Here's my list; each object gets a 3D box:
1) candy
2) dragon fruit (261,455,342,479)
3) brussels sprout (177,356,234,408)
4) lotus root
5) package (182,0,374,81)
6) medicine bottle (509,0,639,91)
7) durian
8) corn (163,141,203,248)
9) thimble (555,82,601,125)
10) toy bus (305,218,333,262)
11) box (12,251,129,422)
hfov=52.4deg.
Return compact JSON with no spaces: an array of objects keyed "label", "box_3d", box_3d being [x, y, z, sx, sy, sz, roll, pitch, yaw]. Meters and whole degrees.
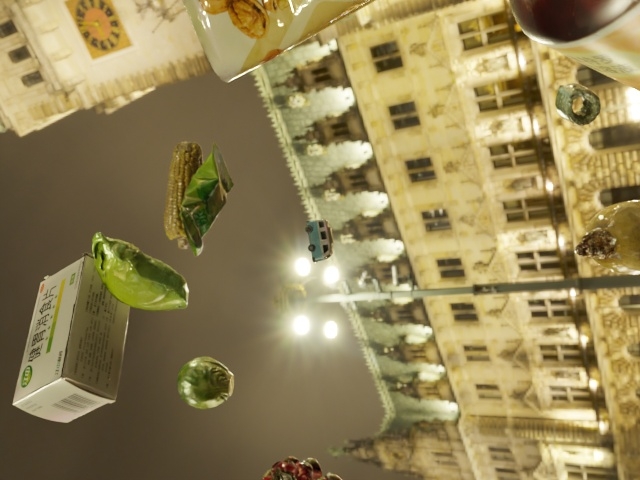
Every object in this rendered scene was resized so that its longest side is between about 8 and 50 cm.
[{"label":"candy","box_3d":[-0.275,-0.098,1.543,0.149,0.069,0.246,78,-151,-49]},{"label":"dragon fruit","box_3d":[-0.027,0.624,1.472,0.218,0.273,0.198,-47,-15,-14]},{"label":"brussels sprout","box_3d":[-0.312,0.383,1.760,0.155,0.155,0.118,-54,-24,-48]},{"label":"lotus root","box_3d":[0.716,-0.008,1.479,0.342,0.151,0.169,-4,-102,-30]},{"label":"package","box_3d":[-0.034,-0.393,0.934,0.165,0.311,0.221,-33,-81,-59]},{"label":"medicine bottle","box_3d":[0.203,-0.275,0.502,0.395,0.242,0.243,18,-116,-17]},{"label":"durian","box_3d":[-0.395,0.074,1.410,0.250,0.139,0.101,36,-150,-20]},{"label":"corn","box_3d":[-0.405,-0.135,1.958,0.119,0.119,0.322,11,-96,-58]},{"label":"thimble","box_3d":[0.611,-0.326,1.551,0.110,0.084,0.062,37,-166,-32]},{"label":"toy bus","box_3d":[0.000,0.000,1.934,0.060,0.074,0.123,40,-140,-77]},{"label":"box","box_3d":[-0.540,0.209,1.438,0.145,0.173,0.333,39,-146,-41]}]
